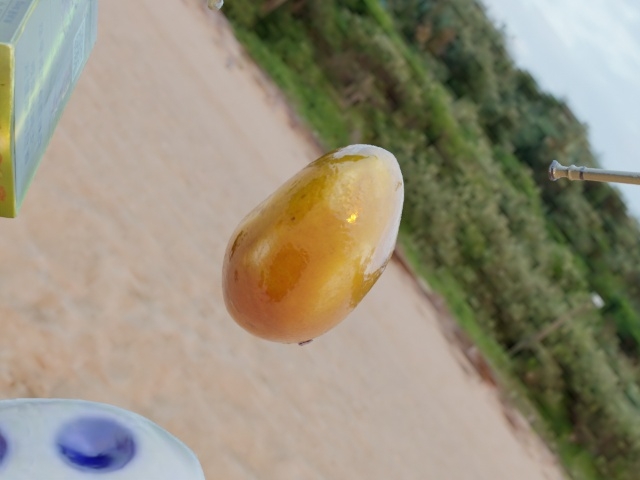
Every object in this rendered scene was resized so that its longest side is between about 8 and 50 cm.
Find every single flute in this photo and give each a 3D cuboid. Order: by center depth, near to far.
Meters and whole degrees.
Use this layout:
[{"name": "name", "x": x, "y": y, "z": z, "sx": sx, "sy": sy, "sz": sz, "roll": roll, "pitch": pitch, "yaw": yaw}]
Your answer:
[{"name": "flute", "x": 0.381, "y": -0.075, "z": 1.915, "sx": 0.233, "sy": 0.027, "sz": 0.027, "roll": 8, "pitch": -31, "yaw": 39}]

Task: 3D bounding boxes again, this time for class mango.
[{"name": "mango", "x": 0.000, "y": 0.000, "z": 1.565, "sx": 0.138, "sy": 0.187, "sz": 0.257, "roll": 61, "pitch": -23, "yaw": 18}]

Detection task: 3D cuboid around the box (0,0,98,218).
[{"name": "box", "x": -0.247, "y": -0.177, "z": 1.391, "sx": 0.311, "sy": 0.043, "sz": 0.173, "roll": -79, "pitch": 178, "yaw": -53}]

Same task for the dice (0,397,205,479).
[{"name": "dice", "x": -0.265, "y": 0.327, "z": 1.384, "sx": 0.304, "sy": 0.304, "sz": 0.277, "roll": 108, "pitch": -20, "yaw": -44}]

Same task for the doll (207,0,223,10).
[{"name": "doll", "x": -0.052, "y": -0.341, "z": 1.546, "sx": 0.113, "sy": 0.275, "sz": 0.155, "roll": 33, "pitch": 43, "yaw": -20}]
